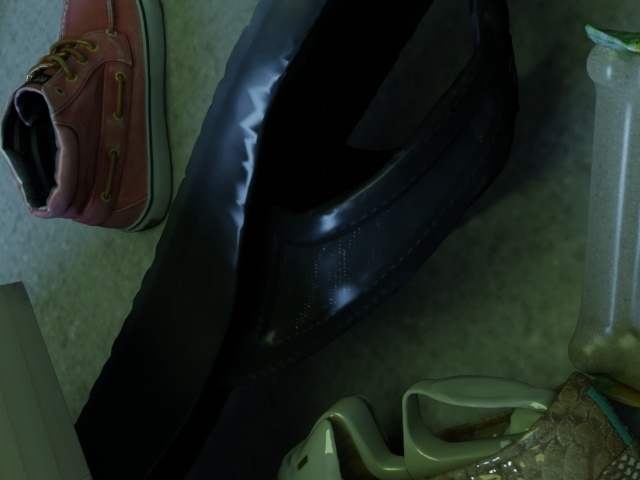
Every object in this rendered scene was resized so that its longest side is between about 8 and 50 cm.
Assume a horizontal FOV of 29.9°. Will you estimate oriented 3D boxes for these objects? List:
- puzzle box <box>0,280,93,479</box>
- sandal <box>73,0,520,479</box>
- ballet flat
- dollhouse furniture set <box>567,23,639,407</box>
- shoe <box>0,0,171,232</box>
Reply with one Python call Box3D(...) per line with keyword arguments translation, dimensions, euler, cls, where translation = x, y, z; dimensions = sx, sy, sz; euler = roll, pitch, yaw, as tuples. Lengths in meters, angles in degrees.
Box3D(translation=(-0.174, 0.213, 0.591), dimensions=(0.409, 0.052, 0.272), euler=(-39, 70, 55), cls="puzzle box")
Box3D(translation=(0.000, 0.000, 0.539), dimensions=(0.107, 0.167, 0.445), euler=(31, 117, 7), cls="sandal")
Box3D(translation=(0.039, 0.095, 0.525), dimensions=(0.206, 0.073, 0.067), euler=(-17, 99, 30), cls="ballet flat")
Box3D(translation=(0.213, -0.058, 0.401), dimensions=(0.198, 0.151, 0.301), euler=(31, 135, 43), cls="dollhouse furniture set")
Box3D(translation=(-0.136, -0.093, 0.681), dimensions=(0.063, 0.081, 0.177), euler=(-17, 76, 37), cls="shoe")
